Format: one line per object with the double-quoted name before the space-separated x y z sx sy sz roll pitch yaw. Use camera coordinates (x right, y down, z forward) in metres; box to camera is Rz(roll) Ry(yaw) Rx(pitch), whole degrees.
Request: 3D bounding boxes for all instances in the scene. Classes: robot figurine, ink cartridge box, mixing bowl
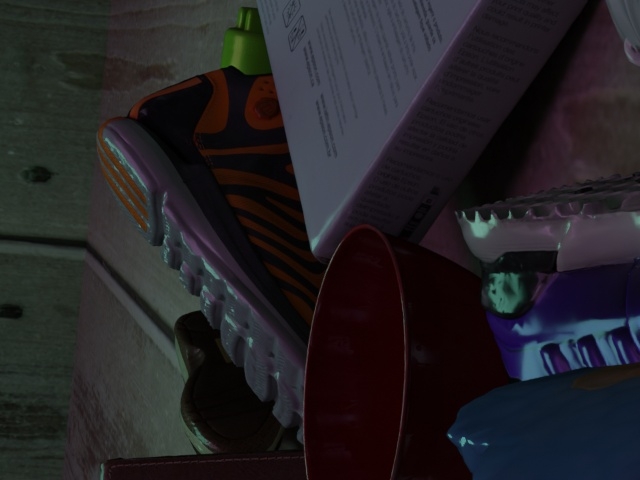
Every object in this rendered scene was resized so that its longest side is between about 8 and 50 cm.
"robot figurine" -0.059 -0.154 1.373 0.101 0.067 0.115 -151 66 -63
"ink cartridge box" 0.069 -0.202 0.916 0.330 0.071 0.324 -55 31 34
"mixing bowl" 0.061 0.085 0.835 0.181 0.098 0.182 -175 90 -73

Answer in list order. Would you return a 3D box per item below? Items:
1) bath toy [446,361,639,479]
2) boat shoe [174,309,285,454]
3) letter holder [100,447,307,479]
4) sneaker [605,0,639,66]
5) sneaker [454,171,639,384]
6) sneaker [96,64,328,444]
"bath toy" 0.125 0.208 0.423 0.129 0.151 0.348 -14 91 48
"boat shoe" -0.078 0.153 1.334 0.257 0.095 0.095 -108 13 -66
"letter holder" -0.036 0.311 1.060 0.152 0.214 0.302 53 -146 -65
"sneaker" 0.160 -0.110 0.576 0.297 0.111 0.129 -87 0 -49
"sneaker" 0.156 0.052 0.547 0.293 0.102 0.146 -171 71 -69
"sneaker" 0.000 0.000 1.037 0.321 0.180 0.124 54 159 13
